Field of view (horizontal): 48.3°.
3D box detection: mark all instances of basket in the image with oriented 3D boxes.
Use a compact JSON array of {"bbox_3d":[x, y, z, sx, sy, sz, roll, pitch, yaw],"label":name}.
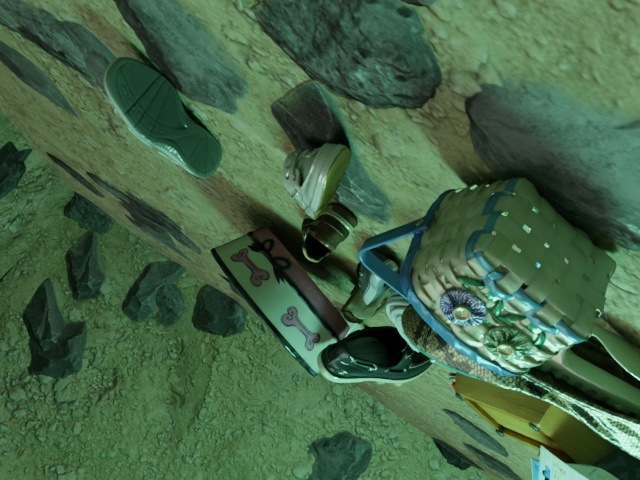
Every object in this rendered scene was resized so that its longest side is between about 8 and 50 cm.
[{"bbox_3d":[0.204,0.053,0.938,0.255,0.201,0.289,38,156,-10],"label":"basket"}]

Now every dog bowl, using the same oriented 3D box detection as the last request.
[{"bbox_3d":[-0.088,0.136,1.780,0.408,0.150,0.408,51,177,4],"label":"dog bowl"},{"bbox_3d":[0.660,0.543,1.638,0.349,0.102,0.349,33,165,10],"label":"dog bowl"}]

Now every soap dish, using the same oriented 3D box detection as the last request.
[{"bbox_3d":[0.441,0.356,1.512,0.229,0.118,0.291,43,164,-27],"label":"soap dish"}]

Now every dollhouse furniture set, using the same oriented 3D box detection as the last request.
[{"bbox_3d":[0.136,0.177,1.675,0.161,0.101,0.182,36,165,1],"label":"dollhouse furniture set"}]

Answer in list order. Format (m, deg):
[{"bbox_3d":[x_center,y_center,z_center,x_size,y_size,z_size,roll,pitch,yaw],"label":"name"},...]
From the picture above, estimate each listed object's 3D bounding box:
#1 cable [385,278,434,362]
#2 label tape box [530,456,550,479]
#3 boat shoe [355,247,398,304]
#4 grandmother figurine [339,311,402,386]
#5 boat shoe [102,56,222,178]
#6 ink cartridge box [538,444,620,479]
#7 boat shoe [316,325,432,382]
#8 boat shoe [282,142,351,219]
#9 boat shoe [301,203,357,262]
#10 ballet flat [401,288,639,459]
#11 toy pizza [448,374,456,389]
[{"bbox_3d":[0.253,0.176,1.443,0.257,0.089,0.257,17,156,49],"label":"cable"},{"bbox_3d":[0.585,0.569,1.470,0.249,0.115,0.347,8,128,38],"label":"label tape box"},{"bbox_3d":[0.106,0.070,1.477,0.076,0.080,0.228,51,172,14],"label":"boat shoe"},{"bbox_3d":[0.139,0.320,2.145,0.208,0.104,0.342,-7,139,29],"label":"grandmother figurine"},{"bbox_3d":[-0.318,-0.235,1.397,0.103,0.118,0.320,19,165,37],"label":"boat shoe"},{"bbox_3d":[0.502,0.481,1.364,0.179,0.045,0.145,33,140,47],"label":"ink cartridge box"},{"bbox_3d":[0.159,0.253,1.668,0.340,0.127,0.113,4,140,-30],"label":"boat shoe"},{"bbox_3d":[-0.020,-0.104,1.161,0.096,0.098,0.277,35,167,1],"label":"boat shoe"},{"bbox_3d":[-0.006,-0.005,1.441,0.095,0.095,0.257,36,165,-1],"label":"boat shoe"},{"bbox_3d":[0.367,0.175,1.117,0.483,0.164,0.182,27,142,12],"label":"ballet flat"},{"bbox_3d":[0.433,0.434,1.944,0.201,0.032,0.201,33,165,10],"label":"toy pizza"}]
